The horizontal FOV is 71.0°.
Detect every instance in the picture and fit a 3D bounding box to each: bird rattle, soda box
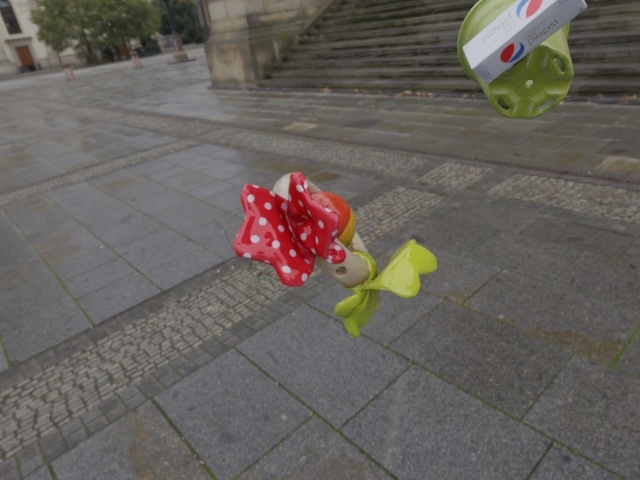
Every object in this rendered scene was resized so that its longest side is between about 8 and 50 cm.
[{"bbox_3d":[0.000,0.000,0.533,0.143,0.253,0.207,-48,35,18],"label":"bird rattle"},{"bbox_3d":[0.400,-0.423,0.897,0.216,0.069,0.074,-35,51,38],"label":"soda box"}]

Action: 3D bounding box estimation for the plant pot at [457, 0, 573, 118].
[{"bbox_3d":[0.486,-0.438,1.095,0.275,0.276,0.254,-2,47,13],"label":"plant pot"}]
